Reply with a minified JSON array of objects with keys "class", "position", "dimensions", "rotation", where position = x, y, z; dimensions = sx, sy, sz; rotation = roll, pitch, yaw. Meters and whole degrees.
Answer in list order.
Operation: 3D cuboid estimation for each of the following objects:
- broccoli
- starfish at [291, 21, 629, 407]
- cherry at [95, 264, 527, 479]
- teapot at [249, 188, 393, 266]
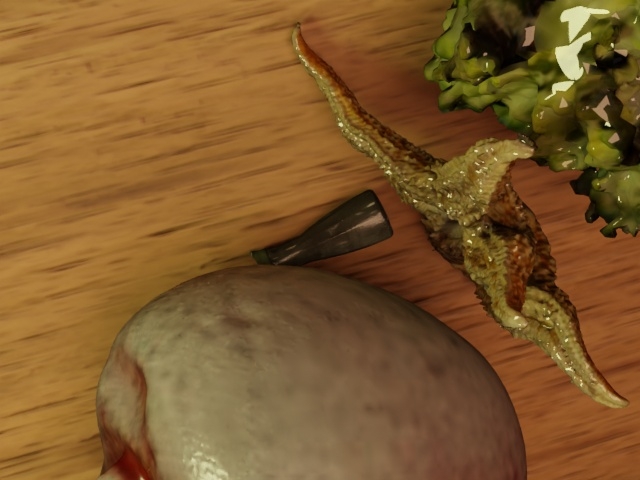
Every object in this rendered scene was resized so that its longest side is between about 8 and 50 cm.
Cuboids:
[{"class":"broccoli","position":[0.233,-0.183,0.864],"dimensions":[0.334,0.324,0.272],"rotation":[-44,137,3]},{"class":"starfish","position":[0.110,-0.021,0.858],"dimensions":[0.084,0.293,0.301],"rotation":[-35,112,0]},{"class":"cherry","position":[-0.011,0.164,0.905],"dimensions":[0.335,0.291,0.326],"rotation":[-35,95,-28]},{"class":"teapot","position":[0.000,0.000,0.975],"dimensions":[0.111,0.043,0.042],"rotation":[-24,112,-2]}]
